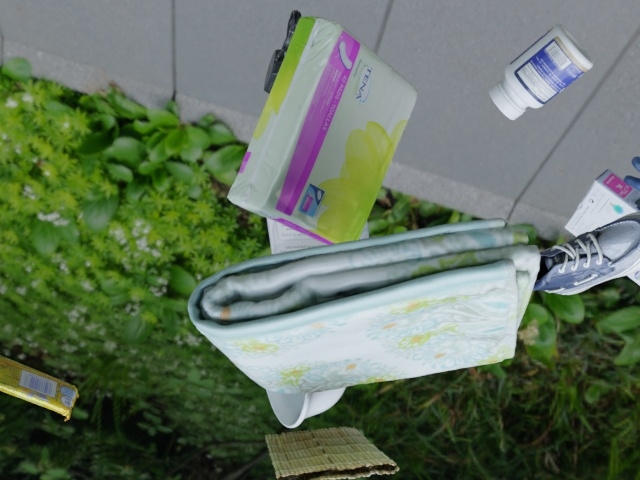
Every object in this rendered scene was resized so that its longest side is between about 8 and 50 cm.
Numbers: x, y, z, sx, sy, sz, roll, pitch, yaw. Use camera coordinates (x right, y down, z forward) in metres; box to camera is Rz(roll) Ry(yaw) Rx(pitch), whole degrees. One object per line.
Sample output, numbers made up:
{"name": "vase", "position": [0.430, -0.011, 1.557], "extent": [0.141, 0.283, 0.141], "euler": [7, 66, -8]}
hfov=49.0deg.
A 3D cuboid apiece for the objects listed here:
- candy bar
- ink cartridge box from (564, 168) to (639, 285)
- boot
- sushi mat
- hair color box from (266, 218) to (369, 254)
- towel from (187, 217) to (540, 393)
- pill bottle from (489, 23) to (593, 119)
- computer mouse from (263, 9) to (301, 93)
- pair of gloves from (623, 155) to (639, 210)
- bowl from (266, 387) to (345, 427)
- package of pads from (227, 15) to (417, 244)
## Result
{"name": "candy bar", "position": [-0.294, 0.122, 0.639], "extent": [0.161, 0.040, 0.018], "euler": [32, 118, -30]}
{"name": "ink cartridge box", "position": [0.693, 0.005, 1.505], "extent": [0.311, 0.065, 0.185], "euler": [44, 156, 20]}
{"name": "boot", "position": [0.333, 0.022, 0.882], "extent": [0.086, 0.069, 0.190], "euler": [1, 152, -24]}
{"name": "sushi mat", "position": [0.004, 0.297, 0.990], "extent": [0.152, 0.019, 0.316], "euler": [-4, 174, -7]}
{"name": "hair color box", "position": [0.000, 0.000, 1.474], "extent": [0.185, 0.113, 0.374], "euler": [-2, 105, 19]}
{"name": "towel", "position": [0.064, 0.103, 0.862], "extent": [0.375, 0.090, 0.320], "euler": [-10, 151, 6]}
{"name": "pill bottle", "position": [0.441, -0.336, 1.426], "extent": [0.112, 0.112, 0.187], "euler": [35, 125, -25]}
{"name": "computer mouse", "position": [-0.065, -0.354, 1.346], "extent": [0.041, 0.071, 0.242], "euler": [13, 160, -13]}
{"name": "pair of gloves", "position": [0.478, -0.101, 0.847], "extent": [0.159, 0.023, 0.198], "euler": [32, 111, 13]}
{"name": "bowl", "position": [-0.012, 0.186, 1.298], "extent": [0.134, 0.297, 0.298], "euler": [-2, 154, -22]}
{"name": "package of pads", "position": [0.015, -0.152, 1.069], "extent": [0.101, 0.296, 0.229], "euler": [20, 177, 43]}
